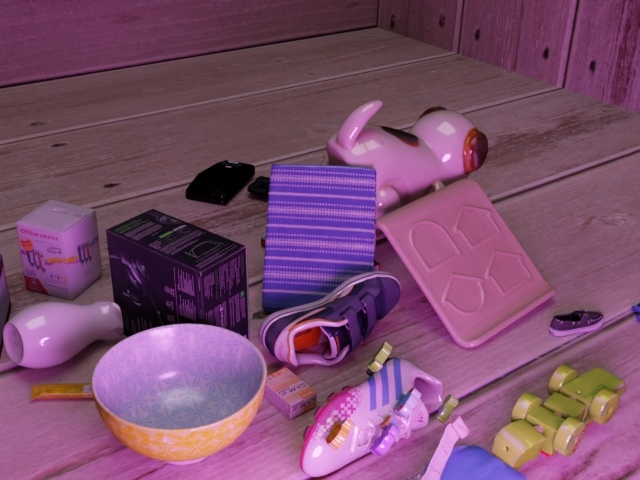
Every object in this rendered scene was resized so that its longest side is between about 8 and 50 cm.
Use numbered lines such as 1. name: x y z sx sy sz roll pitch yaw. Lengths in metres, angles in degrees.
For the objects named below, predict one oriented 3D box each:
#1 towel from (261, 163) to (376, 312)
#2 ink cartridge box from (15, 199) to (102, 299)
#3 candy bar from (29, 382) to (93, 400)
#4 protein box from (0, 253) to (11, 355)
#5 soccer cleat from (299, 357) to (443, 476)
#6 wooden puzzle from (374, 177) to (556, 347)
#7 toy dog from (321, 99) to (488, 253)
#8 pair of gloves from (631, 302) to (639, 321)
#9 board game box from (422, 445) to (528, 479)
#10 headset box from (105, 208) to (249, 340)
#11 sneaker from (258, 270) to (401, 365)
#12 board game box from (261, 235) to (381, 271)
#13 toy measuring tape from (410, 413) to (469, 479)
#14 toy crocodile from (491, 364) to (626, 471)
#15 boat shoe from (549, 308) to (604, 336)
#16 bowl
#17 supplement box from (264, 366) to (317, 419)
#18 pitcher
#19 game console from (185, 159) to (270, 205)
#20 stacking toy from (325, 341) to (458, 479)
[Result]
1. towel: 0.000 0.000 1.821 0.243 0.335 0.040 3 -9 4
2. ink cartridge box: -0.582 0.018 1.853 0.128 0.176 0.127 11 29 17
3. candy bar: -0.457 0.281 1.537 0.162 0.018 0.040 0 32 -4
4. protein box: -0.744 0.139 1.661 0.200 0.135 0.201 -4 29 -11
5. soccer cleat: 0.099 0.304 1.425 0.143 0.116 0.331 19 32 29
6. wooden puzzle: 0.318 0.048 1.849 0.322 0.080 0.347 -25 72 -36
7. toy dog: 0.202 -0.194 2.035 0.408 0.395 0.284 -20 30 -23
8. pair of gloves: 0.799 0.165 1.829 0.198 0.023 0.159 -14 34 -25
9. board game box: 0.251 0.400 1.337 0.133 0.033 0.169 -24 35 -34
10. headset box: -0.291 0.097 1.654 0.283 0.246 0.131 20 33 32
11. sneaker: 0.045 0.169 1.671 0.321 0.126 0.127 -23 31 -20
12. board game box: -0.002 0.034 2.019 0.145 0.027 0.281 -20 35 -38
13. toy measuring tape: 0.184 0.389 1.235 0.121 0.121 0.330 16 44 24
14. toy crocodile: 0.431 0.312 1.465 0.115 0.105 0.341 27 33 37
15. boat shoe: 0.556 0.171 1.781 0.142 0.040 0.049 -12 31 -23
16. bowl: -0.234 0.284 1.401 0.290 0.156 0.289 2 28 -1
17. supplement box: -0.060 0.283 1.539 0.062 0.036 0.098 -21 36 -34
18. pitcher: -0.526 0.177 1.644 0.178 0.125 0.207 -1 9 43
19. game console: -0.183 -0.148 2.335 0.362 0.043 0.213 10 31 16
20. stacking toy: 0.126 0.295 1.360 0.167 0.052 0.221 39 55 -6
